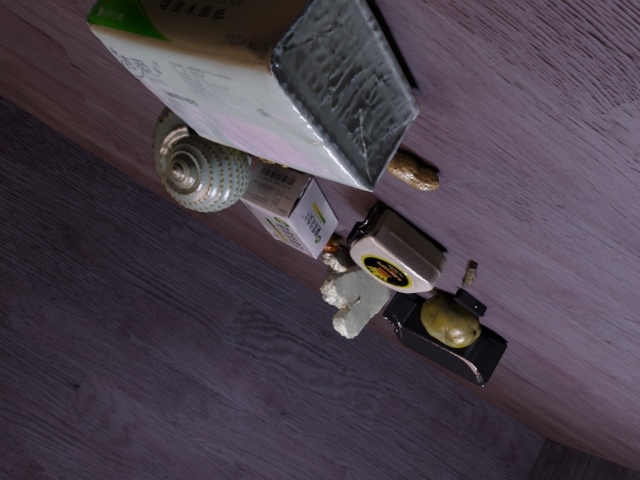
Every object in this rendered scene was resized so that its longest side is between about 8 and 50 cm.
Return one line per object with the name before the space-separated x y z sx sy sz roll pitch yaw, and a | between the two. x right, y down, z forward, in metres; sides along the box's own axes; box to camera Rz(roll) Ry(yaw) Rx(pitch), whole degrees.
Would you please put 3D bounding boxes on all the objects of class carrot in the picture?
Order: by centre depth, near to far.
carrot | 0.000 0.000 2.319 0.061 0.061 0.257 36 171 -21

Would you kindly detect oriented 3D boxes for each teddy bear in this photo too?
teddy bear | 0.053 0.183 2.344 0.362 0.375 0.327 -6 102 44

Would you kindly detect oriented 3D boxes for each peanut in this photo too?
peanut | 0.180 -0.132 1.297 0.113 0.054 0.054 29 169 -1

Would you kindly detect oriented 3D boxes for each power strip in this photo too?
power strip | 0.449 0.188 1.996 0.111 0.038 0.029 34 167 -22

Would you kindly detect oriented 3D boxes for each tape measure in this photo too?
tape measure | 0.175 0.016 1.760 0.271 0.133 0.231 37 160 -18

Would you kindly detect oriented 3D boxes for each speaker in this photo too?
speaker | 0.423 0.322 2.305 0.388 0.180 0.184 25 162 31

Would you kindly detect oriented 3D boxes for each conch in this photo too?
conch | -0.310 -0.207 1.700 0.303 0.215 0.319 52 -175 4

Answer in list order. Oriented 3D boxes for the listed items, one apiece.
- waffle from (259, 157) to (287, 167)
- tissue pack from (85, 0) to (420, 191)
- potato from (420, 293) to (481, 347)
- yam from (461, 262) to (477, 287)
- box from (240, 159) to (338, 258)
waffle | -0.143 -0.250 1.571 0.193 0.070 0.197 24 167 35
tissue pack | -0.095 -0.268 1.027 0.405 0.205 0.332 24 166 36
potato | 0.416 0.259 2.133 0.200 0.137 0.154 23 166 40
yam | 0.398 0.098 1.783 0.027 0.029 0.234 56 177 17
box | -0.084 -0.092 1.917 0.173 0.145 0.333 24 167 22
